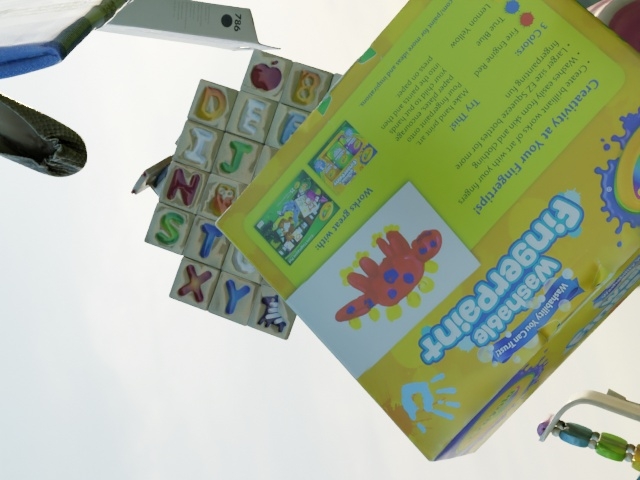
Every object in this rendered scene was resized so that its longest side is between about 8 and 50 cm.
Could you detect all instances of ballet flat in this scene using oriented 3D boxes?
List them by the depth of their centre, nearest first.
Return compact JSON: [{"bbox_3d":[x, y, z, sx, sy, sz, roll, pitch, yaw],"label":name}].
[{"bbox_3d":[-0.379,-0.134,1.315,0.250,0.084,0.058,25,-167,-12],"label":"ballet flat"}]

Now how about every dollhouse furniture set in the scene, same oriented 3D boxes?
[{"bbox_3d":[-0.185,-0.103,1.850,0.129,0.183,0.129,49,-132,5],"label":"dollhouse furniture set"}]

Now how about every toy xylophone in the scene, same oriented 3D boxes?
[{"bbox_3d":[0.467,0.282,1.625,0.236,0.323,0.081,8,-80,-65],"label":"toy xylophone"}]

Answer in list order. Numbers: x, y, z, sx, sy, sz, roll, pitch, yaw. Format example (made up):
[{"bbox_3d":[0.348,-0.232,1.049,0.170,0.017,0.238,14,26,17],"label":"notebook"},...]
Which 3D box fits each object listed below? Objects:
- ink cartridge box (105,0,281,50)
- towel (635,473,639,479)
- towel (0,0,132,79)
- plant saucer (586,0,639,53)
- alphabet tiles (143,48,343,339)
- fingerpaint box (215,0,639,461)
[{"bbox_3d":[-0.242,-0.363,1.949,0.333,0.165,0.065,3,-86,-36],"label":"ink cartridge box"},{"bbox_3d":[0.396,0.169,1.041,0.040,0.370,0.271,22,152,43],"label":"towel"},{"bbox_3d":[-0.239,-0.166,0.895,0.285,0.209,0.034,-72,-27,-63],"label":"towel"},{"bbox_3d":[0.562,-0.296,1.933,0.084,0.332,0.332,95,167,-57],"label":"plant saucer"},{"bbox_3d":[-0.064,-0.061,1.506,0.011,0.285,0.342,20,-90,-75],"label":"alphabet tiles"},{"bbox_3d":[0.170,-0.048,1.286,0.371,0.445,0.163,46,-166,21],"label":"fingerpaint box"}]
